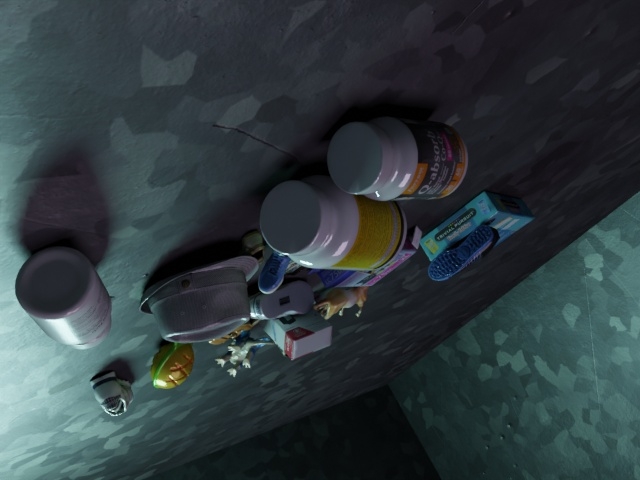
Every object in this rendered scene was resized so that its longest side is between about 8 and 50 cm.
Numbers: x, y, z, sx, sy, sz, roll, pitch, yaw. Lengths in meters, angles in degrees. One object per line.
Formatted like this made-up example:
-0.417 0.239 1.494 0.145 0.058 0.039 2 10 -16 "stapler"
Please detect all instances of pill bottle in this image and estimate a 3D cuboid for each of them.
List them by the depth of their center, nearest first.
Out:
-0.441 0.112 1.344 0.131 0.131 0.229 -25 160 -14 "pill bottle"
0.151 -0.156 1.471 0.278 0.162 0.162 -6 150 -49 "pill bottle"
0.029 -0.034 1.558 0.188 0.188 0.334 -39 159 23 "pill bottle"

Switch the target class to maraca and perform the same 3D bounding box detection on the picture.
-0.373 0.303 1.964 0.185 0.099 0.127 -61 164 10 "maraca"

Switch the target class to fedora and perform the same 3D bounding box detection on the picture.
-0.247 0.144 1.643 0.275 0.124 0.244 -16 162 -11 "fedora"

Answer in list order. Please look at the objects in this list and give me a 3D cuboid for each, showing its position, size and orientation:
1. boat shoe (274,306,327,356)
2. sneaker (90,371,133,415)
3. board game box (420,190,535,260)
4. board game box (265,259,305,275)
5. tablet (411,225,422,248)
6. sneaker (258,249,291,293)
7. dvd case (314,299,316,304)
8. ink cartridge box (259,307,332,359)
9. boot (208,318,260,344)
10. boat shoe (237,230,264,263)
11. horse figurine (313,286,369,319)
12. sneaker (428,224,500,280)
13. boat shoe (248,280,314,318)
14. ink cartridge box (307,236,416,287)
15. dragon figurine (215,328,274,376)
-0.051 0.285 2.394 0.228 0.068 0.081 -42 157 30 "boat shoe"
-0.543 0.421 2.010 0.090 0.095 0.235 -29 162 -7 "sneaker"
0.488 -0.036 2.348 0.254 0.079 0.336 -39 158 26 "board game box"
0.000 0.000 1.838 0.260 0.030 0.136 -36 157 16 "board game box"
0.276 -0.009 2.178 0.083 0.006 0.054 32 71 -68 "tablet"
-0.096 0.042 1.699 0.152 0.058 0.084 -57 163 -17 "sneaker"
-0.054 0.199 2.267 0.087 0.013 0.119 -29 161 -3 "dvd case"
-0.070 0.232 2.075 0.127 0.175 0.072 -18 128 -30 "ink cartridge box"
-0.244 0.222 1.979 0.152 0.073 0.197 -34 158 23 "boot"
-0.147 0.032 1.679 0.056 0.048 0.153 -22 159 -21 "boat shoe"
0.062 0.186 2.280 0.263 0.066 0.174 -13 143 -36 "horse figurine"
0.423 0.044 2.214 0.232 0.081 0.090 -39 151 21 "sneaker"
-0.112 0.157 2.001 0.084 0.095 0.258 -7 175 32 "boat shoe"
0.120 0.058 2.100 0.186 0.065 0.311 -40 156 25 "ink cartridge box"
-0.200 0.285 2.108 0.289 0.085 0.144 -46 -175 46 "dragon figurine"
